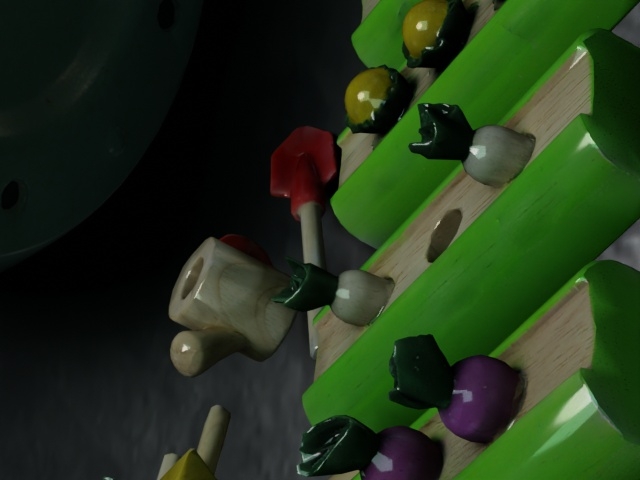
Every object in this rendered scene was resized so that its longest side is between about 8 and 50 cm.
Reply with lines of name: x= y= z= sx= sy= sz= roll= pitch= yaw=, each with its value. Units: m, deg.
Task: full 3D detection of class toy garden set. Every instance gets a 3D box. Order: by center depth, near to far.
toy garden set: x=0.000 y=0.000 z=0.439 sx=0.204 sy=0.049 sz=0.244 roll=-48 pitch=24 yaw=39

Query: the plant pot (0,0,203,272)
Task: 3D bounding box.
plant pot: x=-0.179 y=-0.102 z=0.567 sx=0.235 sy=0.293 sz=0.293 roll=14 pitch=88 yaw=32

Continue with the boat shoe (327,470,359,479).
boat shoe: x=0.087 y=0.039 z=0.368 sx=0.285 sy=0.105 sz=0.089 roll=-37 pitch=50 yaw=36
